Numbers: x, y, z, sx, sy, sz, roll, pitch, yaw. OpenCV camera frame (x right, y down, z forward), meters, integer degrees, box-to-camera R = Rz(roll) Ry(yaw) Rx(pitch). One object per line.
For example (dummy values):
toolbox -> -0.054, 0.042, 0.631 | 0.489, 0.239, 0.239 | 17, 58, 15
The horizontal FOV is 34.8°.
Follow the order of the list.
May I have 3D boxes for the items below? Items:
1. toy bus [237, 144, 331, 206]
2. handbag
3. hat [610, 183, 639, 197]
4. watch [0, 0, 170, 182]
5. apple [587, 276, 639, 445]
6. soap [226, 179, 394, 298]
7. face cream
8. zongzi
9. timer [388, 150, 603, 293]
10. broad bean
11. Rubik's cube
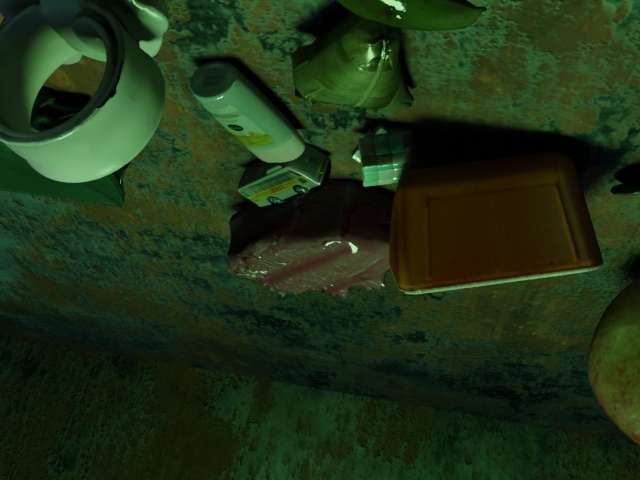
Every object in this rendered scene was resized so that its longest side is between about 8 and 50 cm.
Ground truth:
toy bus -> -0.056, -0.095, 1.517 | 0.072, 0.057, 0.172 | 30, 155, -24
handbag -> -0.462, -0.149, 1.543 | 0.326, 0.089, 0.238 | 9, 161, 11
hat -> 0.459, -0.066, 1.313 | 0.147, 0.085, 0.175 | 32, 178, -24
watch -> -0.300, -0.188, 1.120 | 0.248, 0.217, 0.211 | 4, 160, 19
apple -> 0.598, 0.181, 1.572 | 0.344, 0.345, 0.269 | 10, 141, 1
soap -> 0.000, 0.000, 1.653 | 0.220, 0.127, 0.325 | 20, 159, -27
face cream -> -0.095, -0.162, 1.334 | 0.084, 0.057, 0.198 | 2, 159, 27
zongzi -> 0.075, -0.193, 1.129 | 0.176, 0.078, 0.160 | 10, 164, -30
timer -> 0.221, -0.011, 1.384 | 0.257, 0.161, 0.250 | -8, 172, 1
broad bean -> 0.003, -0.259, 0.995 | 0.325, 0.067, 0.075 | 13, 130, -1
Rubik's cube -> 0.081, -0.116, 1.357 | 0.075, 0.073, 0.084 | -2, 160, -14
